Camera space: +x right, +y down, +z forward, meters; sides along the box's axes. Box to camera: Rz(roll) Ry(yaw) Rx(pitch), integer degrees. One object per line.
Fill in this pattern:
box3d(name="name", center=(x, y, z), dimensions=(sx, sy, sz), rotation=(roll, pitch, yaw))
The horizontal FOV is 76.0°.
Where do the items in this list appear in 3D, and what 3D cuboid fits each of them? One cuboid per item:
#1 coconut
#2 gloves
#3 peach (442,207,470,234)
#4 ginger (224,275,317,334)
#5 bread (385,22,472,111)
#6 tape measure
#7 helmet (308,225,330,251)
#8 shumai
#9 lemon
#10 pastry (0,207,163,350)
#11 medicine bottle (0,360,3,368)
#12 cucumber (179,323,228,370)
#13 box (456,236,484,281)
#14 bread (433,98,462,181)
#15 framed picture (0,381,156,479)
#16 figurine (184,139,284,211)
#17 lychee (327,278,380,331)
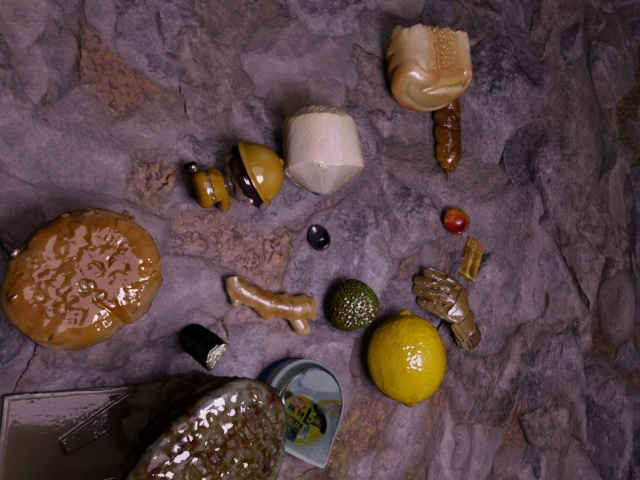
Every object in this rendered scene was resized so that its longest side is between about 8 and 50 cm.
box3d(name="coconut", center=(0.002, -0.252, 1.208), dimensions=(0.239, 0.239, 0.244), rotation=(-5, 85, -29))
box3d(name="gloves", center=(0.459, 0.233, 1.451), dimensions=(0.154, 0.141, 0.331), rotation=(-39, 103, -25))
box3d(name="peach", center=(0.507, -0.075, 1.539), dimensions=(0.101, 0.101, 0.100), rotation=(3, 83, -28))
box3d(name="ginger", center=(-0.141, 0.173, 1.175), dimensions=(0.299, 0.065, 0.117), rotation=(27, 69, -21))
box3d(name="bread", center=(0.377, -0.602, 1.463), dimensions=(0.316, 0.211, 0.269), rotation=(-7, 93, -17))
box3d(name="tape measure", center=(-0.061, 0.466, 1.147), dimensions=(0.259, 0.138, 0.262), rotation=(39, 68, -21))
box3d(name="helmet", center=(0.000, -0.001, 1.277), dimensions=(0.065, 0.049, 0.083), rotation=(-16, 63, 2))
box3d(name="shumai", center=(-0.294, 0.432, 0.895), dimensions=(0.395, 0.348, 0.394), rotation=(-18, 116, -40))
box3d(name="lemon", center=(0.265, 0.363, 1.277), dimensions=(0.268, 0.267, 0.267), rotation=(3, 83, -28))
box3d(name="pastry", center=(-0.512, 0.081, 0.911), dimensions=(0.284, 0.184, 0.315), rotation=(47, 68, -13))
box3d(name="medicine bottle", center=(-0.752, 0.154, 0.797), dimensions=(0.141, 0.141, 0.293), rotation=(-31, 99, -27))
box3d(name="cucumber", center=(-0.293, 0.250, 0.998), dimensions=(0.062, 0.211, 0.078), rotation=(45, 68, -19))
box3d(name="box", center=(0.589, 0.073, 1.605), dimensions=(0.089, 0.022, 0.156), rotation=(33, 70, -22))
box3d(name="bread", center=(0.492, -0.394, 1.566), dimensions=(0.124, 0.084, 0.343), rotation=(2, 84, -28))
box3d(name="framed picture", center=(-0.550, 0.457, 0.945), dimensions=(0.315, 0.024, 0.231), rotation=(6, 82, -27))
box3d(name="figurine", center=(-0.219, -0.165, 1.110), dimensions=(0.257, 0.167, 0.192), rotation=(-27, 112, -26))
box3d(name="lychee", center=(0.097, 0.203, 1.249), dimensions=(0.171, 0.171, 0.171), rotation=(3, 83, -28))
